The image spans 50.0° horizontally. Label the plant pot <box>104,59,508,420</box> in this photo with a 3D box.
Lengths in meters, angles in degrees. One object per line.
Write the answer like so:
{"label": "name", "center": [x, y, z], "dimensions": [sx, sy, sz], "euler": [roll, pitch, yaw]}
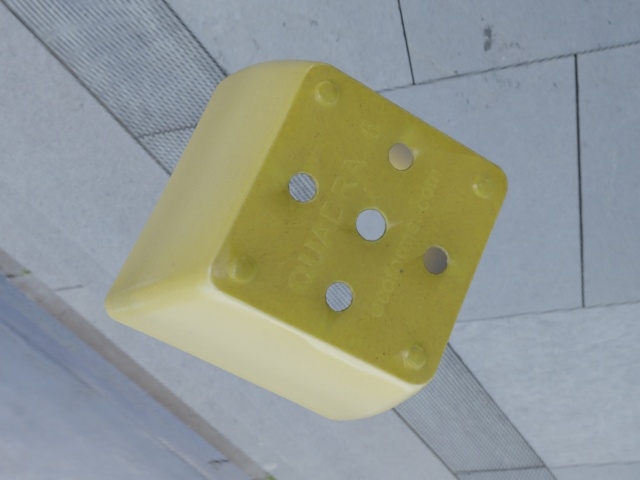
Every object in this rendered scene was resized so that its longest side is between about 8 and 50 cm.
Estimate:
{"label": "plant pot", "center": [0.000, 0.000, 0.468], "dimensions": [0.212, 0.212, 0.187], "euler": [28, 167, -15]}
